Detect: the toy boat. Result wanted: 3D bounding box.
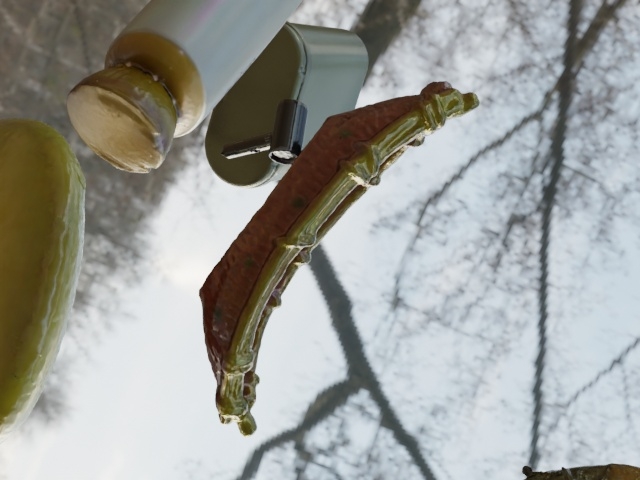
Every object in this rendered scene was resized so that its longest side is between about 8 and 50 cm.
[{"bbox_3d":[-0.006,-0.002,0.995,0.318,0.099,0.141,-56,178,10],"label":"toy boat"}]

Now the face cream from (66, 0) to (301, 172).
[{"bbox_3d":[-0.043,-0.104,0.583,0.182,0.051,0.072,-55,-176,-35],"label":"face cream"}]

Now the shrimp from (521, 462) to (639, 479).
[{"bbox_3d":[0.279,0.303,1.441,0.217,0.051,0.150,-6,-143,43],"label":"shrimp"}]

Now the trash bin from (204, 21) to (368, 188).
[{"bbox_3d":[-0.042,-0.200,1.911,0.121,0.247,0.243,24,-74,22],"label":"trash bin"}]

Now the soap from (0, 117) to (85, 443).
[{"bbox_3d":[-0.325,0.031,1.229,0.427,0.115,0.306,13,-96,57],"label":"soap"}]

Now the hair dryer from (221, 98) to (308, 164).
[{"bbox_3d":[-0.046,-0.079,1.032,0.083,0.026,0.047,-13,-122,42],"label":"hair dryer"}]
